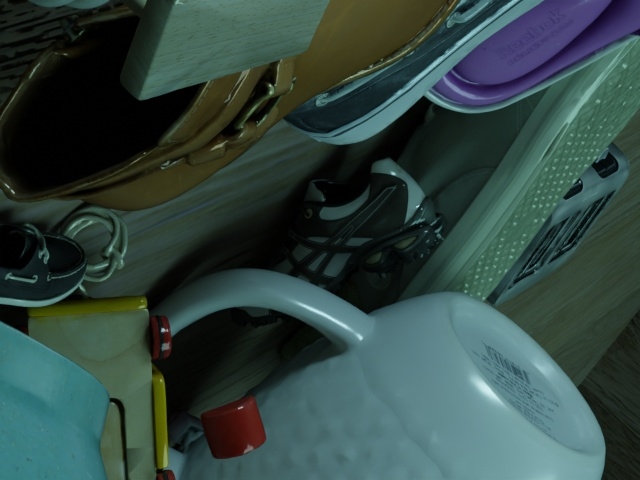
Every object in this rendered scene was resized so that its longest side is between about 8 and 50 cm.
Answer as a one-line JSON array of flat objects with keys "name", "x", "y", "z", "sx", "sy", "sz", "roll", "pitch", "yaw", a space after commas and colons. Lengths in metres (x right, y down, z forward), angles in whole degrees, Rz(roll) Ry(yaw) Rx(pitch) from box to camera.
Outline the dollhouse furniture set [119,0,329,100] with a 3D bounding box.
[{"name": "dollhouse furniture set", "x": -0.049, "y": -0.161, "z": 0.384, "sx": 0.129, "sy": 0.183, "sz": 0.129, "roll": -25, "pitch": 152, "yaw": -46}]

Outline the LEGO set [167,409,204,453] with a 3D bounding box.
[{"name": "LEGO set", "x": -0.187, "y": 0.273, "z": 1.173, "sx": 0.287, "sy": 0.107, "sz": 0.132, "roll": -42, "pitch": 127, "yaw": 2}]

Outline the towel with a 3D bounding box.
[{"name": "towel", "x": 0.015, "y": 0.096, "z": 1.284, "sx": 0.110, "sy": 0.027, "sz": 0.148, "roll": -46, "pitch": 161, "yaw": -1}]

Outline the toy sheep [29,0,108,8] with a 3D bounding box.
[{"name": "toy sheep", "x": -0.098, "y": -0.133, "z": 0.496, "sx": 0.132, "sy": 0.091, "sz": 0.091, "roll": -31, "pitch": 156, "yaw": -39}]

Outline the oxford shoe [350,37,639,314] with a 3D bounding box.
[{"name": "oxford shoe", "x": 0.162, "y": -0.099, "z": 1.039, "sx": 0.449, "sy": 0.130, "sz": 0.169, "roll": -52, "pitch": 157, "yaw": 20}]

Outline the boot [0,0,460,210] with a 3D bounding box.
[{"name": "boot", "x": -0.027, "y": -0.118, "z": 0.599, "sx": 0.283, "sy": 0.109, "sz": 0.220, "roll": -36, "pitch": 178, "yaw": 13}]

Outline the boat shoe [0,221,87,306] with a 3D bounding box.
[{"name": "boat shoe", "x": -0.172, "y": 0.009, "z": 0.690, "sx": 0.125, "sy": 0.046, "sz": 0.038, "roll": -1, "pitch": 136, "yaw": -52}]

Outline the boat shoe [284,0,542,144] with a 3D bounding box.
[{"name": "boat shoe", "x": 0.078, "y": -0.180, "z": 0.747, "sx": 0.301, "sy": 0.108, "sz": 0.102, "roll": -41, "pitch": 162, "yaw": 11}]

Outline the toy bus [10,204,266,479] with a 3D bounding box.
[{"name": "toy bus", "x": -0.152, "y": 0.105, "z": 0.812, "sx": 0.202, "sy": 0.191, "sz": 0.104, "roll": -48, "pitch": -164, "yaw": -9}]

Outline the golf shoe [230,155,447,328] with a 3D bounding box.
[{"name": "golf shoe", "x": 0.000, "y": 0.000, "z": 1.009, "sx": 0.198, "sy": 0.094, "sz": 0.077, "roll": -28, "pitch": -171, "yaw": 21}]

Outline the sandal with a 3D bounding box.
[{"name": "sandal", "x": 0.234, "y": -0.185, "z": 0.815, "sx": 0.169, "sy": 0.102, "sz": 0.416, "roll": 24, "pitch": 135, "yaw": -36}]

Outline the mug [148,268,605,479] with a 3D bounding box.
[{"name": "mug", "x": 0.007, "y": 0.179, "z": 0.963, "sx": 0.328, "sy": 0.374, "sz": 0.276, "roll": -47, "pitch": -168, "yaw": 19}]

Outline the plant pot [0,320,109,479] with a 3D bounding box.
[{"name": "plant pot", "x": -0.207, "y": 0.122, "z": 0.548, "sx": 0.293, "sy": 0.293, "sz": 0.196, "roll": 76, "pitch": 34, "yaw": -68}]

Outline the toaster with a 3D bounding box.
[{"name": "toaster", "x": 0.207, "y": -0.034, "z": 1.295, "sx": 0.168, "sy": 0.110, "sz": 0.186, "roll": -24, "pitch": 152, "yaw": -46}]
